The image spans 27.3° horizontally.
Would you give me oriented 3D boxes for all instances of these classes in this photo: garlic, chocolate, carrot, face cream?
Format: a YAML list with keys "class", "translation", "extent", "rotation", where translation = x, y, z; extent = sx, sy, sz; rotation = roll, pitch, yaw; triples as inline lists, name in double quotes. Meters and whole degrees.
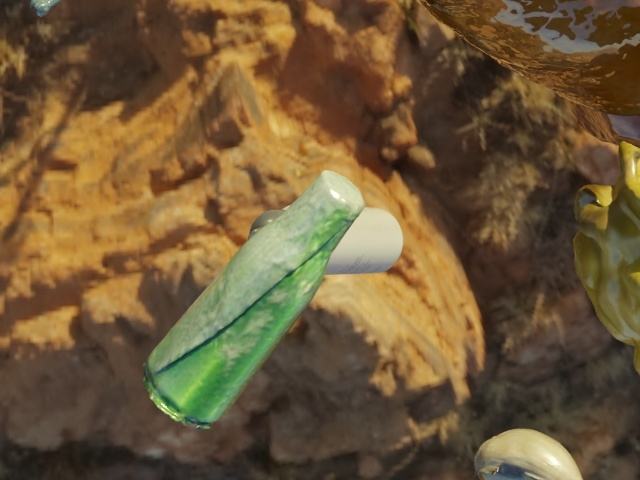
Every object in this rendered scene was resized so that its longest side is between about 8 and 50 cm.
- class: "garlic"
  translation: [0.233, 0.244, 1.430]
  extent: [0.152, 0.066, 0.084]
  rotation: [3, 148, 34]
- class: "chocolate"
  translation: [-0.061, 0.055, 1.323]
  extent: [0.110, 0.110, 0.291]
  rotation: [26, 114, -30]
- class: "carrot"
  translation: [0.086, -0.147, 0.537]
  extent: [0.225, 0.159, 0.159]
  rotation: [10, 131, -47]
- class: "face cream"
  translation: [0.000, 0.000, 1.642]
  extent: [0.092, 0.092, 0.311]
  rotation: [-41, 162, 22]

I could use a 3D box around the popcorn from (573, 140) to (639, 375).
- class: "popcorn"
  translation: [0.275, -0.014, 0.752]
  extent: [0.250, 0.250, 0.190]
  rotation: [-22, 97, 7]

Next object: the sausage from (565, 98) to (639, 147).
- class: "sausage"
  translation: [0.279, -0.153, 1.113]
  extent: [0.141, 0.268, 0.153]
  rotation: [-31, 93, 6]

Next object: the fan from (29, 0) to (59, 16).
- class: "fan"
  translation: [-0.193, -0.267, 1.248]
  extent: [0.193, 0.016, 0.038]
  rotation: [-38, 160, -18]
